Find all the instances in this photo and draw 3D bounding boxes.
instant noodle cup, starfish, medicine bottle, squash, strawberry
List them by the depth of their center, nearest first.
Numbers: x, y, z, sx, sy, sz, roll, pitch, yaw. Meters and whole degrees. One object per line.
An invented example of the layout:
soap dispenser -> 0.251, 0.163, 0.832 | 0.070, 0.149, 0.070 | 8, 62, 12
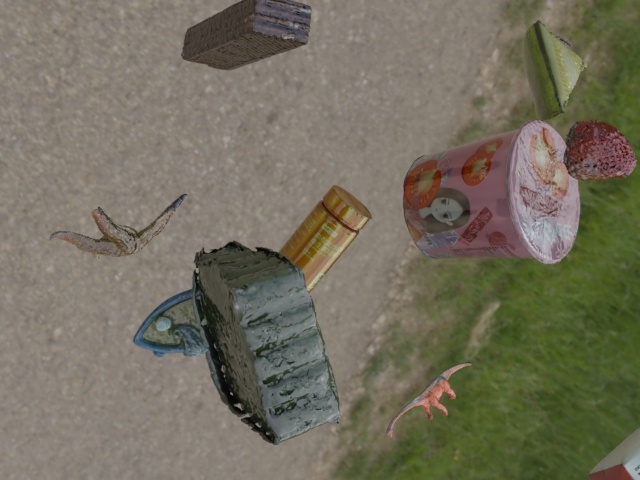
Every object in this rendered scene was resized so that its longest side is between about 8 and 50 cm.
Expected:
starfish -> -0.185, -0.008, 0.864 | 0.130, 0.041, 0.133 | -19, 175, 6
strawberry -> 0.365, -0.114, 1.170 | 0.083, 0.096, 0.083 | -62, 175, -10
instant noodle cup -> 0.291, -0.072, 1.538 | 0.243, 0.231, 0.243 | 7, 80, -47
medicine bottle -> 0.000, 0.000, 1.636 | 0.192, 0.096, 0.096 | -50, 142, 15
squash -> 0.468, -0.289, 1.762 | 0.169, 0.252, 0.093 | 25, 136, -34

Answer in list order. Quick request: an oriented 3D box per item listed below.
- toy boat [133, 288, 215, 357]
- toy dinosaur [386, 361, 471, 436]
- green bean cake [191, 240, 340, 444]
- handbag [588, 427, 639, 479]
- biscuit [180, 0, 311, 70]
toy boat -> -0.186, 0.130, 1.442 | 0.237, 0.098, 0.109 | -16, 97, -3
toy dinosaur -> 0.250, 0.365, 2.041 | 0.279, 0.055, 0.101 | -46, 122, -31
green bean cake -> -0.084, 0.131, 1.252 | 0.132, 0.241, 0.255 | -18, 103, -19
handbag -> 0.631, 0.470, 1.543 | 0.171, 0.298, 0.151 | -33, 168, -20
biscuit -> -0.146, -0.374, 1.632 | 0.107, 0.388, 0.073 | 7, 89, -27
